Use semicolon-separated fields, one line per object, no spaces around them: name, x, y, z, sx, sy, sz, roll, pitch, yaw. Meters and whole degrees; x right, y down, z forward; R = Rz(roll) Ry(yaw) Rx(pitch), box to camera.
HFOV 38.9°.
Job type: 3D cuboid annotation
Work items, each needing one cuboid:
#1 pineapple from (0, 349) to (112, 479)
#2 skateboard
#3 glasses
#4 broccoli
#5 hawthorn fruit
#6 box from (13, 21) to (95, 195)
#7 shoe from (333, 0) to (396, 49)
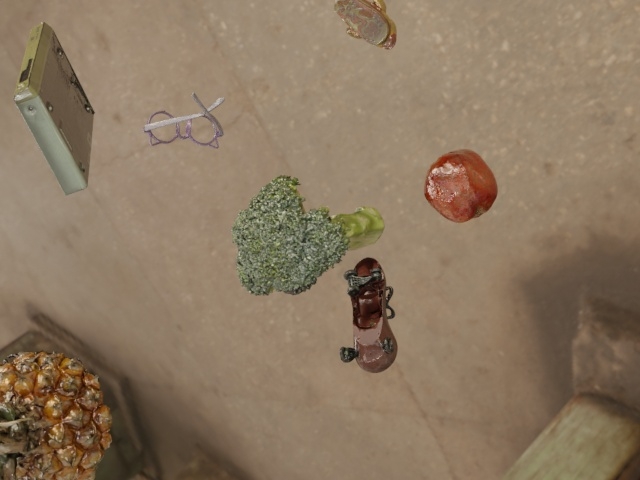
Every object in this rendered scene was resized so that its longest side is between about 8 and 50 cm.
pineapple;-0.489;0.310;1.374;0.263;0.272;0.262;2;96;17
skateboard;0.068;0.094;1.130;0.067;0.151;0.080;-15;143;22
glasses;-0.199;-0.190;1.440;0.104;0.140;0.062;-20;74;54
broccoli;0.008;-0.018;1.809;0.221;0.361;0.252;51;143;21
hawthorn fruit;0.223;-0.087;1.456;0.128;0.128;0.128;32;142;29
box;-0.427;-0.217;1.482;0.270;0.045;0.210;-106;-3;-56
shoe;0.074;-0.346;1.407;0.109;0.069;0.072;22;107;4
